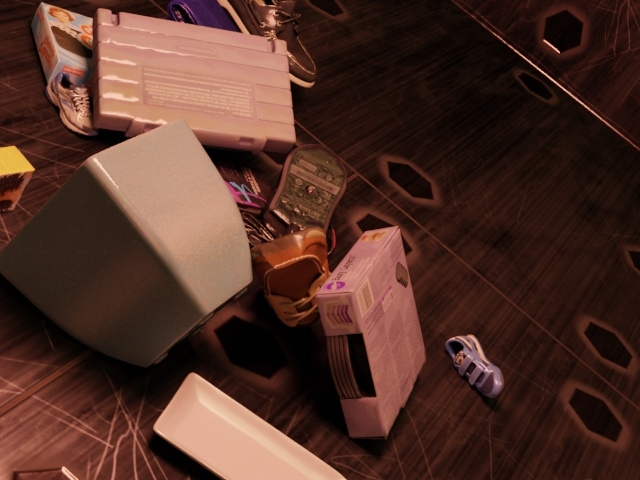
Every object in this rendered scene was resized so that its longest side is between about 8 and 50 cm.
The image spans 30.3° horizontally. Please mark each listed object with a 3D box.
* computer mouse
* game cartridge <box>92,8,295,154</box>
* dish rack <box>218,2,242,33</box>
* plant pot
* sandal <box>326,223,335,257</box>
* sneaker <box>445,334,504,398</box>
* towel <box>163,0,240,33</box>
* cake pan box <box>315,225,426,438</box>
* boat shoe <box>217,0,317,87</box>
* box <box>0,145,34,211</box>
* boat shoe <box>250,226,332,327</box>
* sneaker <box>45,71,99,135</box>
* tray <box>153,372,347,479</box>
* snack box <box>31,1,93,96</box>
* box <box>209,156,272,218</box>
[{"bbox_3d":[-0.045,-0.056,2.066,0.188,0.072,0.272,30,54,-3],"label":"computer mouse"},{"bbox_3d":[-0.221,-0.271,2.063,0.355,0.068,0.230,6,66,-23],"label":"game cartridge"},{"bbox_3d":[-0.172,-0.456,2.546,0.271,0.074,0.208,38,31,2],"label":"dish rack"},{"bbox_3d":[-0.241,0.022,1.636,0.252,0.247,0.248,50,30,2],"label":"plant pot"},{"bbox_3d":[0.000,0.000,2.104,0.067,0.040,0.179,29,30,-12],"label":"sandal"},{"bbox_3d":[0.266,0.221,2.057,0.059,0.053,0.144,12,29,-37],"label":"sneaker"},{"bbox_3d":[-0.210,-0.375,2.303,0.228,0.076,0.308,55,12,-11],"label":"towel"},{"bbox_3d":[0.084,0.140,1.821,0.267,0.070,0.246,-52,130,-60],"label":"cake pan box"},{"bbox_3d":[-0.104,-0.471,2.454,0.340,0.113,0.127,53,25,15],"label":"boat shoe"},{"bbox_3d":[-0.512,-0.075,1.633,0.058,0.087,0.232,47,32,20],"label":"box"},{"bbox_3d":[-0.030,0.065,1.784,0.324,0.122,0.120,69,1,-78],"label":"boat shoe"},{"bbox_3d":[-0.414,-0.232,1.988,0.135,0.058,0.052,49,32,20],"label":"sneaker"},{"bbox_3d":[-0.095,0.297,1.592,0.270,0.030,0.145,35,29,-2],"label":"tray"},{"bbox_3d":[-0.359,-0.320,2.167,0.321,0.060,0.187,12,36,-35],"label":"snack box"},{"bbox_3d":[-0.156,-0.095,2.090,0.162,0.029,0.116,13,37,-37],"label":"box"}]
